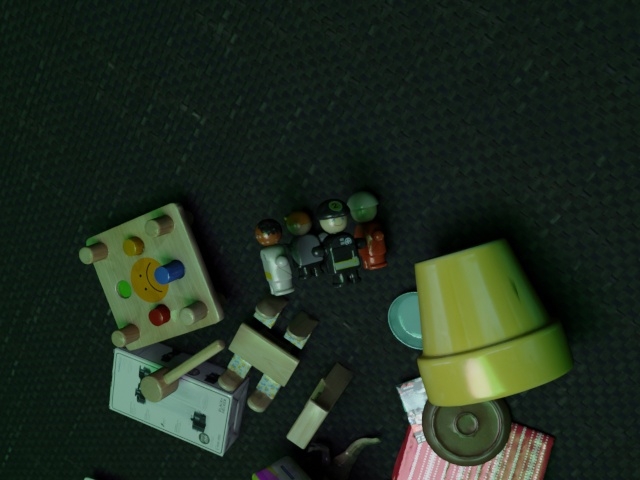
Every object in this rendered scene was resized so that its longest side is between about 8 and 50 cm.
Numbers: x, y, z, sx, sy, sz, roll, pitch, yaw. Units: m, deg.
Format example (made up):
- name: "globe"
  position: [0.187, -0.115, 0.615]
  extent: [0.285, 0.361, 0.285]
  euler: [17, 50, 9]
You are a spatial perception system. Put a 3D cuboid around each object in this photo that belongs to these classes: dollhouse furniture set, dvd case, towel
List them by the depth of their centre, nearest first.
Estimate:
- name: "towel"
  position: [0.287, 0.425, 1.589]
  extent: [0.275, 0.031, 0.199]
  euler: [16, 91, 15]
- name: "dvd case"
  position: [0.206, 0.322, 1.594]
  extent: [0.087, 0.013, 0.119]
  euler: [-23, 84, 12]
- name: "dollhouse furniture set"
  position: [-0.079, 0.266, 1.637]
  extent: [0.242, 0.161, 0.212]
  euler: [33, 119, 7]

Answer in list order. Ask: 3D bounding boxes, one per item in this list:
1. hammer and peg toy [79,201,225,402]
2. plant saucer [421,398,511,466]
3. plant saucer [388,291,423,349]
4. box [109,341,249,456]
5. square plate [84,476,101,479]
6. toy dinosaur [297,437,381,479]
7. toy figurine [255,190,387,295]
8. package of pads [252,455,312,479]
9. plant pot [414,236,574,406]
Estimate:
- name: "hammer and peg toy"
  position: [-0.313, 0.125, 1.674]
  extent: [0.266, 0.127, 0.361]
  euler: [-21, 92, 28]
- name: "plant saucer"
  position: [0.275, 0.344, 1.557]
  extent: [0.168, 0.029, 0.168]
  euler: [0, 89, 7]
- name: "plant saucer"
  position: [0.187, 0.148, 1.560]
  extent: [0.119, 0.021, 0.119]
  euler: [8, 114, 19]
- name: "box"
  position: [-0.311, 0.332, 1.802]
  extent: [0.290, 0.087, 0.169]
  euler: [17, 116, 15]
- name: "square plate"
  position: [-0.427, 0.765, 2.045]
  extent: [0.344, 0.049, 0.347]
  euler: [13, 115, 17]
- name: "toy dinosaur"
  position: [0.017, 0.478, 1.743]
  extent: [0.118, 0.064, 0.268]
  euler: [30, 117, 2]
- name: "toy figurine"
  position: [0.000, 0.000, 1.473]
  extent: [0.210, 0.213, 0.148]
  euler: [-9, 97, 28]
- name: "package of pads"
  position: [-0.022, 0.597, 1.644]
  extent: [0.101, 0.229, 0.296]
  euler: [-25, 100, -16]
- name: "plant pot"
  position: [0.272, 0.129, 1.406]
  extent: [0.254, 0.254, 0.239]
  euler: [-18, 87, 27]
